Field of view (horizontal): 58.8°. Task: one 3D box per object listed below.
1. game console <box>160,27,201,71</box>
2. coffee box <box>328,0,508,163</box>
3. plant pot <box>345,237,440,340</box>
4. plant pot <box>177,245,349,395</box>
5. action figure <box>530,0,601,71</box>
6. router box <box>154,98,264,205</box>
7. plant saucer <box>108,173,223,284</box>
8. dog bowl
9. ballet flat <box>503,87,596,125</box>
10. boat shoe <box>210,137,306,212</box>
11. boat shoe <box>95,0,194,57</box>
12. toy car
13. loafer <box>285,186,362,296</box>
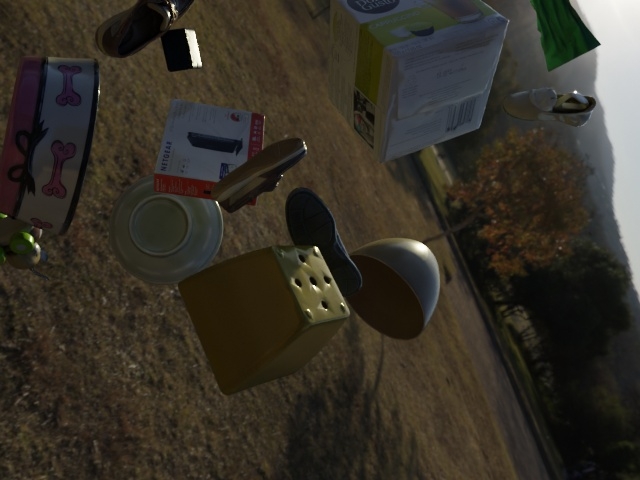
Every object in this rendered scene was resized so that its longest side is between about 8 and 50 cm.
[{"bbox_3d":[-0.433,-0.593,1.769,0.107,0.071,0.122,-54,136,-69],"label":"game console"},{"bbox_3d":[0.239,-0.482,1.551,0.338,0.338,0.334,90,-26,-51],"label":"coffee box"},{"bbox_3d":[0.216,0.104,1.551,0.191,0.284,0.284,-39,108,-32],"label":"plant pot"},{"bbox_3d":[-0.080,0.114,0.990,0.212,0.187,0.212,1,57,-58],"label":"plant pot"},{"bbox_3d":[0.608,-0.574,1.462,0.232,0.137,0.063,62,34,-6],"label":"action figure"},{"bbox_3d":[-0.332,-0.274,1.743,0.082,0.301,0.335,111,-18,-50],"label":"router box"},{"bbox_3d":[-0.542,-0.047,1.960,0.100,0.401,0.400,106,-39,-83],"label":"plant saucer"},{"bbox_3d":[-0.611,-0.220,1.252,0.150,0.408,0.408,10,52,-31],"label":"dog bowl"},{"bbox_3d":[0.563,-0.334,1.376,0.249,0.086,0.086,1,56,-21],"label":"ballet flat"},{"bbox_3d":[-0.155,-0.172,1.515,0.092,0.285,0.103,55,5,-36],"label":"boat shoe"},{"bbox_3d":[-0.433,-0.598,1.505,0.123,0.342,0.123,32,-22,40],"label":"boat shoe"},{"bbox_3d":[-0.750,0.020,1.453,0.188,0.149,0.155,66,1,-49],"label":"toy car"},{"bbox_3d":[0.000,0.000,1.182,0.267,0.096,0.084,61,5,-26],"label":"loafer"}]
